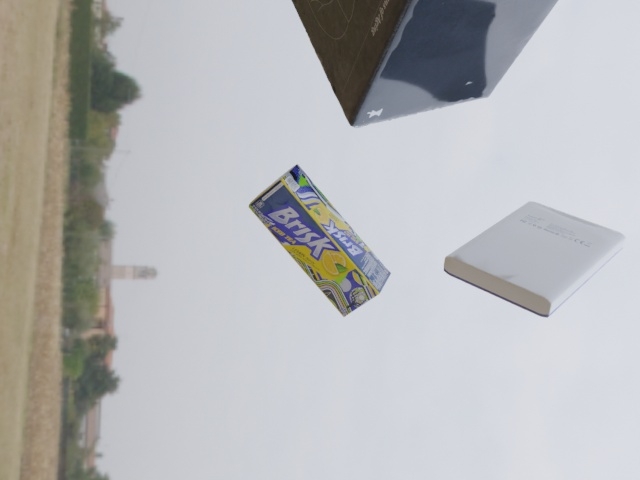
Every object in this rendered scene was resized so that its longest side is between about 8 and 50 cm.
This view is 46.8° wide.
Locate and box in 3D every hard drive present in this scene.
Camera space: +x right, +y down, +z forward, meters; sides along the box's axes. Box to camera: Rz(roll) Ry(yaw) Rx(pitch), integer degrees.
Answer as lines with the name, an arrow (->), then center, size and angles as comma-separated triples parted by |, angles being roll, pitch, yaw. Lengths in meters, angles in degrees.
hard drive -> 0.408, 0.024, 1.392 | 0.210, 0.319, 0.040 | 26, -53, 34

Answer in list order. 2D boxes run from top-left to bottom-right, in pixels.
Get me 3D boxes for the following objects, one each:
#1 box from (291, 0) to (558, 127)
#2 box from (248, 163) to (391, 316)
box -> 0.139, -0.514, 1.130 | 0.480, 0.298, 0.471 | 119, -47, -63
box -> 0.000, 0.000, 0.836 | 0.059, 0.169, 0.054 | -37, -172, 30
